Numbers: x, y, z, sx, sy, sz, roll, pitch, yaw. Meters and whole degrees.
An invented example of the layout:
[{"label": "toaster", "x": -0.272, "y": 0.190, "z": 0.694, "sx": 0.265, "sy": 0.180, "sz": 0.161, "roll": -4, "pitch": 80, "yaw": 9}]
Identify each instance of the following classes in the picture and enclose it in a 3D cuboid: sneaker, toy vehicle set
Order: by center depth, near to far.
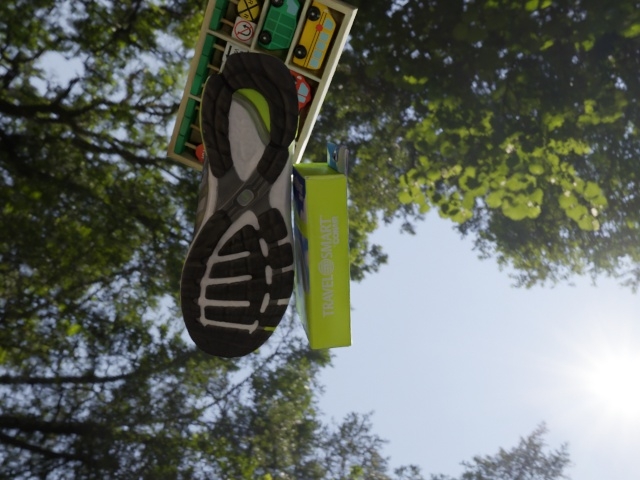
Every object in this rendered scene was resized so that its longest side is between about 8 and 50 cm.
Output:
[{"label": "sneaker", "x": -0.076, "y": -0.030, "z": 0.682, "sx": 0.121, "sy": 0.111, "sz": 0.300, "roll": -129, "pitch": -132, "yaw": -81}, {"label": "toy vehicle set", "x": -0.080, "y": -0.193, "z": 0.840, "sx": 0.035, "sy": 0.166, "sz": 0.267, "roll": -63, "pitch": 176, "yaw": -63}]

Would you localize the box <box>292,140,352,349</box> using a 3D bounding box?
[{"label": "box", "x": 0.000, "y": 0.000, "z": 0.635, "sx": 0.109, "sy": 0.042, "sz": 0.178, "roll": -126, "pitch": -147, "yaw": -75}]
